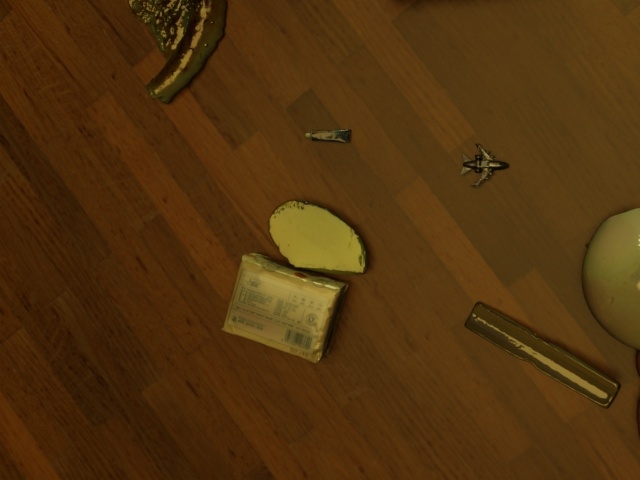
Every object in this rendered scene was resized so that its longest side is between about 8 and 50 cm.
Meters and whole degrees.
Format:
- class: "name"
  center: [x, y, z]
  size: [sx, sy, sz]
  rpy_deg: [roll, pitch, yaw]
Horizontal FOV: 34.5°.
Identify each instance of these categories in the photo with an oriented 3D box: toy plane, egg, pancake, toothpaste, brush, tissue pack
- class: "toy plane"
  center: [0.285, -0.131, 1.794]
  size: [0.083, 0.031, 0.078]
  rpy_deg: [2, 81, 17]
- class: "egg"
  center: [0.544, 0.075, 1.659]
  size: [0.271, 0.162, 0.206]
  rpy_deg: [27, 87, 15]
- class: "pancake"
  center: [-0.273, -0.442, 1.909]
  size: [0.197, 0.054, 0.376]
  rpy_deg: [4, 93, 15]
- class: "toothpaste"
  center: [0.013, -0.190, 1.867]
  size: [0.083, 0.019, 0.027]
  rpy_deg: [2, 70, 14]
- class: "brush"
  center: [0.383, 0.195, 1.784]
  size: [0.282, 0.048, 0.054]
  rpy_deg: [30, 98, 19]
- class: "tissue pack"
  center: [-0.064, 0.119, 1.869]
  size: [0.196, 0.092, 0.148]
  rpy_deg: [18, 98, 12]

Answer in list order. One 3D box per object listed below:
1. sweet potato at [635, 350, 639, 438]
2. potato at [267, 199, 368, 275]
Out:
- class: "sweet potato"
  center: [0.560, 0.252, 1.735]
  size: [0.055, 0.058, 0.202]
  rpy_deg: [-1, 86, 38]
- class: "potato"
  center: [0.000, 0.000, 1.866]
  size: [0.198, 0.054, 0.119]
  rpy_deg: [20, 94, 8]
